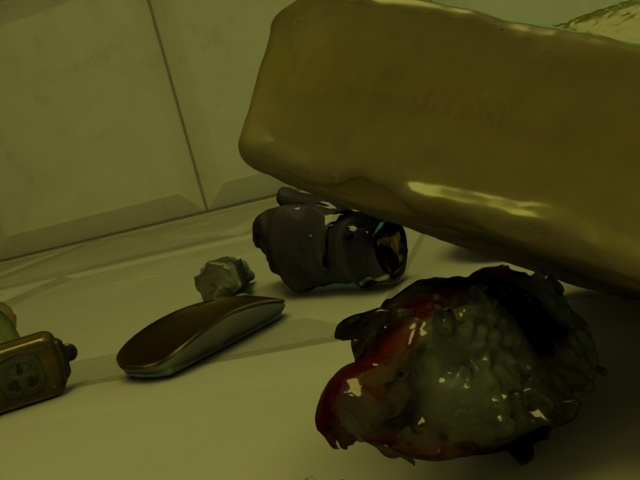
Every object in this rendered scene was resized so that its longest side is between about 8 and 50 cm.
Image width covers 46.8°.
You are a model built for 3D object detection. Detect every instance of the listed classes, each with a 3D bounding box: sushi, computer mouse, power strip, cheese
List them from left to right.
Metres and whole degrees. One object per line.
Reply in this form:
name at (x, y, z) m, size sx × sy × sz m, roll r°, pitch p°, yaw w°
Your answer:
power strip at (-0.390, 0.159, 0.716) m, size 0.305 × 0.064 × 0.044 m, roll -17°, pitch 13°, yaw -13°
computer mouse at (-0.122, 0.090, 0.784) m, size 0.102 × 0.045 × 0.199 m, roll -6°, pitch 11°, yaw 41°
sushi at (0.080, 0.067, 0.380) m, size 0.103 × 0.097 × 0.226 m, roll -8°, pitch 3°, yaw 38°
cheese at (0.183, -0.020, 0.415) m, size 0.383 × 0.104 × 0.384 m, roll 18°, pitch 1°, yaw 0°

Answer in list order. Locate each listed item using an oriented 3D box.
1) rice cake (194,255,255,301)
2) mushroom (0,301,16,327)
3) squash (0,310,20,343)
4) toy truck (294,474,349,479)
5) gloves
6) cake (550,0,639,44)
rice cake at (-0.122, 0.048, 0.976) m, size 0.057 × 0.052 × 0.256 m, roll -3°, pitch 1°, yaw -1°
mushroom at (-0.542, 0.100, 1.022) m, size 0.206 × 0.206 × 0.209 m, roll -16°, pitch -14°, yaw -11°
squash at (-0.473, 0.152, 0.808) m, size 0.252 × 0.093 × 0.169 m, roll -16°, pitch 9°, yaw -10°
toy truck at (-0.017, 0.137, 0.346) m, size 0.032 × 0.024 × 0.083 m, roll 22°, pitch 33°, yaw 38°
gloves at (-0.005, -0.002, 0.932) m, size 0.119 × 0.142 × 0.285 m, roll 13°, pitch -9°, yaw -31°
cake at (0.310, -0.106, 0.744) m, size 0.156 × 0.179 × 0.261 m, roll -17°, pitch 51°, yaw 25°
